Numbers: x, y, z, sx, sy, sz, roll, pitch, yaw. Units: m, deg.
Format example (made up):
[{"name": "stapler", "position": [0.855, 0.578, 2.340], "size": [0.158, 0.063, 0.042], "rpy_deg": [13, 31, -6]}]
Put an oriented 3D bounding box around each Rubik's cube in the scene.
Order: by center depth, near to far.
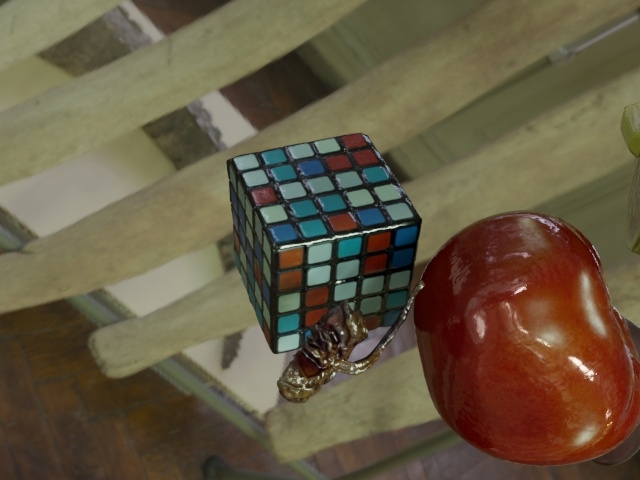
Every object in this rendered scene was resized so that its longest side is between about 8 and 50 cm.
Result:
[{"name": "Rubik's cube", "position": [0.000, 0.000, 1.136], "size": [0.182, 0.187, 0.184], "rpy_deg": [-118, -160, -44]}]

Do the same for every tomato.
[{"name": "tomato", "position": [0.224, 0.109, 1.040], "size": [0.298, 0.226, 0.298], "rpy_deg": [50, 29, -41]}]

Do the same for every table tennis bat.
[{"name": "table tennis bat", "position": [0.423, -0.119, 1.200], "size": [0.368, 0.054, 0.224], "rpy_deg": [-56, 153, -64]}]

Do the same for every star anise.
[{"name": "star anise", "position": [0.030, 0.102, 0.968], "size": [0.070, 0.190, 0.097], "rpy_deg": [44, 6, 22]}]

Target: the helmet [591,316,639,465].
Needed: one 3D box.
[{"name": "helmet", "position": [0.607, 0.302, 2.053], "size": [0.197, 0.271, 0.338], "rpy_deg": [34, 55, -16]}]
